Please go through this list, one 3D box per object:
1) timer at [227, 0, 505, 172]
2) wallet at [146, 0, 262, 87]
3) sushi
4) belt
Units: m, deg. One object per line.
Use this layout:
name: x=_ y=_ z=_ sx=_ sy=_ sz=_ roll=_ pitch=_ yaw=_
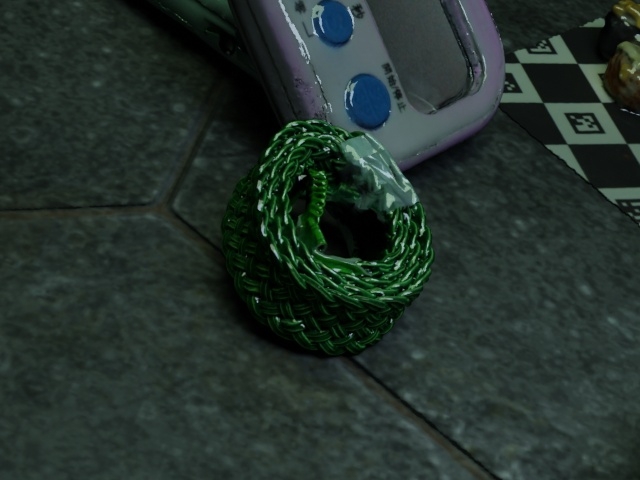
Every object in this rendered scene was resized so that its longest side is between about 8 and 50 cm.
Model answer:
timer: x=0.031 y=-0.151 z=1.157 sx=0.191 sy=0.069 sz=0.208 roll=-28 pitch=97 yaw=-38
wallet: x=-0.067 y=-0.218 z=1.270 sx=0.250 sy=0.075 sz=0.176 roll=38 pitch=48 yaw=22
sushi: x=0.291 y=-0.097 z=1.268 sx=0.264 sy=0.050 sz=0.290 roll=-24 pitch=54 yaw=-37
belt: x=0.000 y=0.000 z=1.047 sx=0.121 sy=0.079 sz=0.151 roll=8 pitch=51 yaw=-24
